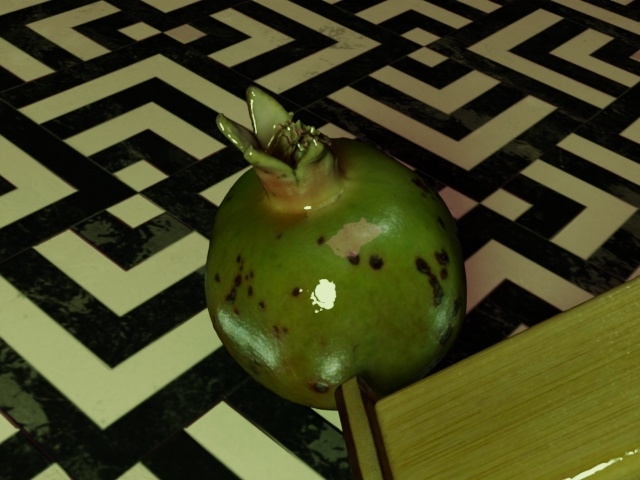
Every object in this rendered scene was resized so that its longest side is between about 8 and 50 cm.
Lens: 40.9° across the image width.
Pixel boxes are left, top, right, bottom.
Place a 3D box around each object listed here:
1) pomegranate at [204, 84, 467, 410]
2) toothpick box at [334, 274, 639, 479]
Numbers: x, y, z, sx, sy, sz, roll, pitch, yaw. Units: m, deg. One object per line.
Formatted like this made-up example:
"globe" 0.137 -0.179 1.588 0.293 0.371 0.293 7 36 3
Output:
"pomegranate" 0.016 -0.004 0.867 0.290 0.323 0.291 -1 24 0
"toothpick box" 0.200 0.162 0.688 0.308 0.190 0.187 -29 38 13
